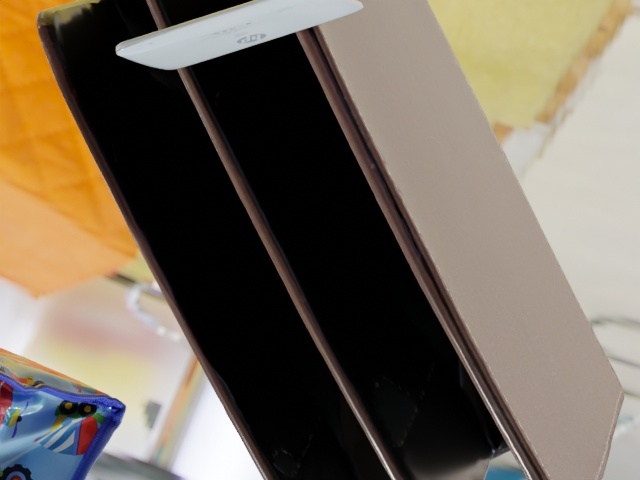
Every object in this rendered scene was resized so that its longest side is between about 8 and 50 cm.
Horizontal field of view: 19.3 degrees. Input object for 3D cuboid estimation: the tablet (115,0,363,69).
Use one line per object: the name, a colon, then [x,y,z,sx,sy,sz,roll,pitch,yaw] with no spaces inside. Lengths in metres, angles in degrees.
tablet: [-0.030,-0.079,0.704,0.083,0.006,0.054,-15,173,18]

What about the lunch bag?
lunch bag: [-0.271,0.201,1.179,0.138,0.293,0.221,22,175,-33]

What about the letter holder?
letter holder: [0.000,0.000,0.852,0.152,0.214,0.302,-25,97,16]
